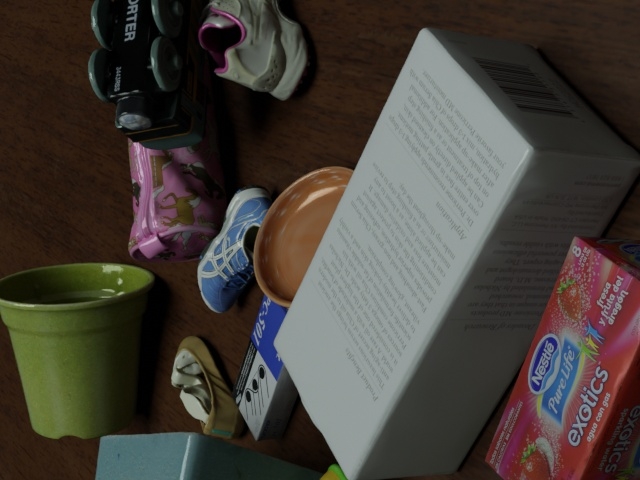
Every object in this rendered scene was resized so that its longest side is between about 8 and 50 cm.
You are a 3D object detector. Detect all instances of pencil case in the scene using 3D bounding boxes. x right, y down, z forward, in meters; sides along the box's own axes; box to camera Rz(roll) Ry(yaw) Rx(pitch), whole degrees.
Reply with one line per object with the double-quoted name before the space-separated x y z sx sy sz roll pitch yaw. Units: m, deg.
"pencil case" -0.236 -0.154 1.955 0.160 0.167 0.386 134 129 -65

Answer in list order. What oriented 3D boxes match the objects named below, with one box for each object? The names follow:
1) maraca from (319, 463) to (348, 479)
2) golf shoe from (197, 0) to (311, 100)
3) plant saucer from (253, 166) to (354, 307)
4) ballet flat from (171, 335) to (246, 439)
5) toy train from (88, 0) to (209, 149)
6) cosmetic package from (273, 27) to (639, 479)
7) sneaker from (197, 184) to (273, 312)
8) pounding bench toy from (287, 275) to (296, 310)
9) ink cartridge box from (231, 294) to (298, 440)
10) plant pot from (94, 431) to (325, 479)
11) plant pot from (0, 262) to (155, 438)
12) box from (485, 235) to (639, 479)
"maraca" 0.038 0.357 1.564 0.127 0.099 0.186 -121 20 -48
"golf shoe" -0.119 -0.333 1.821 0.115 0.140 0.306 -60 40 38
"plant saucer" 0.000 0.000 1.641 0.200 0.037 0.200 -20 55 32
"ballet flat" -0.188 0.219 1.941 0.232 0.073 0.080 47 125 49
"toy train" -0.236 -0.291 1.819 0.142 0.190 0.334 -9 64 19
"cosmetic package" 0.131 0.025 1.379 0.230 0.161 0.453 58 133 41
"sneaker" -0.121 0.024 1.846 0.081 0.080 0.211 56 134 47
"pounding bench toy" -0.012 0.055 1.687 0.052 0.065 0.083 54 130 45
"ink cartridge box" -0.064 0.171 1.762 0.097 0.046 0.207 54 136 43
"plant pot" -0.158 0.405 1.646 0.248 0.247 0.252 -12 60 51
"plant pot" -0.412 0.192 2.154 0.276 0.276 0.254 18 115 56
"box" 0.274 0.135 1.180 0.122 0.128 0.257 44 124 49
